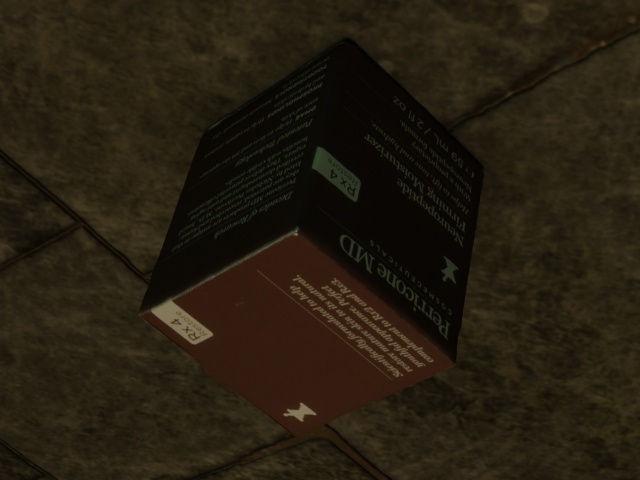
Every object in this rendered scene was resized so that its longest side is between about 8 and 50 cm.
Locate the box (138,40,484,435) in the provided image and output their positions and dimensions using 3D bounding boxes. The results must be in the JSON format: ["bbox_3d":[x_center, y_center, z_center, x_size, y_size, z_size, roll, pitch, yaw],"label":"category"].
[{"bbox_3d":[0.000,0.000,1.133,0.167,0.203,0.168,-28,124,36],"label":"box"}]
